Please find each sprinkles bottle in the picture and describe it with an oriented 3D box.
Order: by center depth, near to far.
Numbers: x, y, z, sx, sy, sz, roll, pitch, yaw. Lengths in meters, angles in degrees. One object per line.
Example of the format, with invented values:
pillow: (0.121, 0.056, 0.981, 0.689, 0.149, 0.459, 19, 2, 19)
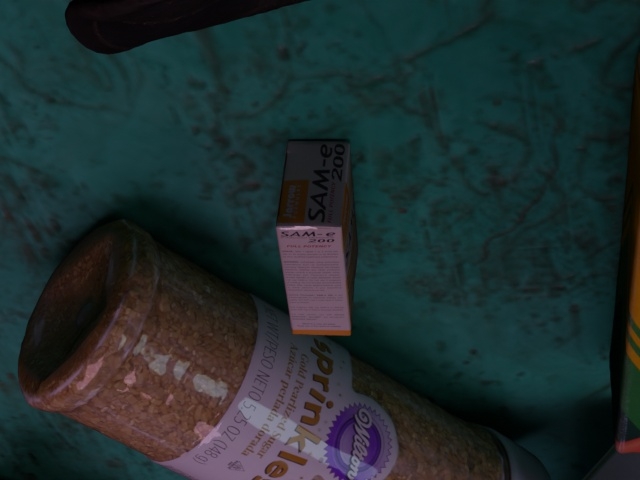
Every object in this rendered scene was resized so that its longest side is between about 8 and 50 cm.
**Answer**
sprinkles bottle: (-0.011, 0.119, 0.873, 0.355, 0.121, 0.121, 32, 134, -29)

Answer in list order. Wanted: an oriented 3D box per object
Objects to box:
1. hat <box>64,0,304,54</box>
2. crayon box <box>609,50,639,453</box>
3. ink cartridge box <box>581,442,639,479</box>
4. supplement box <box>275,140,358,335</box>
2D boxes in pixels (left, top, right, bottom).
hat: (0.042, -0.170, 0.455, 0.331, 0.331, 0.134, -17, 96, 25)
crayon box: (0.259, 0.001, 0.727, 0.202, 0.081, 0.318, -1, 141, 9)
ink cartridge box: (0.261, 0.265, 0.958, 0.197, 0.114, 0.273, 34, 148, 27)
supplement box: (0.000, 0.000, 0.769, 0.036, 0.062, 0.098, 1, 142, 6)
